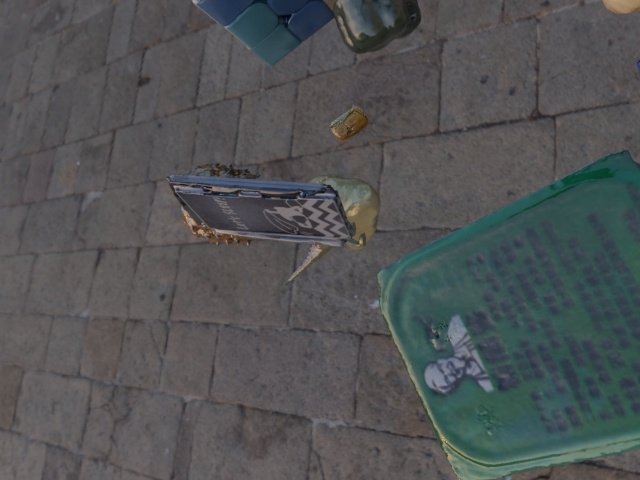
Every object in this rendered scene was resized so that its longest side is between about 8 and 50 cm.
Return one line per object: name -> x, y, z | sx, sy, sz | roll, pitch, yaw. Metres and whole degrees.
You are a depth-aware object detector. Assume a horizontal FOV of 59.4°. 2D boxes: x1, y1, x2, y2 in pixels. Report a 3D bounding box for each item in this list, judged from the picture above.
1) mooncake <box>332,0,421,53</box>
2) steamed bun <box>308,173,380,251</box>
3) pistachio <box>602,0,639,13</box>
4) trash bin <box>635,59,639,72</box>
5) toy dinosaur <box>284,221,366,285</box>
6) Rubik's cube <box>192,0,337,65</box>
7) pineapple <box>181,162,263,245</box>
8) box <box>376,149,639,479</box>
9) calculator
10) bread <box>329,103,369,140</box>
mooncake -> 0.109, -0.396, 0.979 | 0.168, 0.175, 0.104 | -16, 101, 55
steamed bun -> 0.056, -0.080, 1.443 | 0.231, 0.110, 0.212 | 47, 152, 0
pistachio -> 0.605, -0.547, 1.091 | 0.117, 0.145, 0.201 | -166, 73, -70
trash bin -> 0.534, -0.163, 0.723 | 0.162, 0.184, 0.235 | -30, 81, 58
toy dinosaur -> 0.002, -0.003, 1.310 | 0.199, 0.072, 0.251 | 6, 124, 20
Rubik's cube -> -0.141, -0.716, 1.384 | 0.346, 0.344, 0.347 | -34, 66, 18
pineapple -> -0.103, -0.059, 1.012 | 0.278, 0.158, 0.158 | 7, 81, 16
box -> 0.249, 0.088, 0.598 | 0.336, 0.106, 0.264 | -30, 78, 36
calculator -> -0.091, -0.045, 0.870 | 0.274, 0.166, 0.028 | 6, 65, 16
bread -> 0.086, -0.333, 1.609 | 0.106, 0.072, 0.053 | -31, 36, 19
